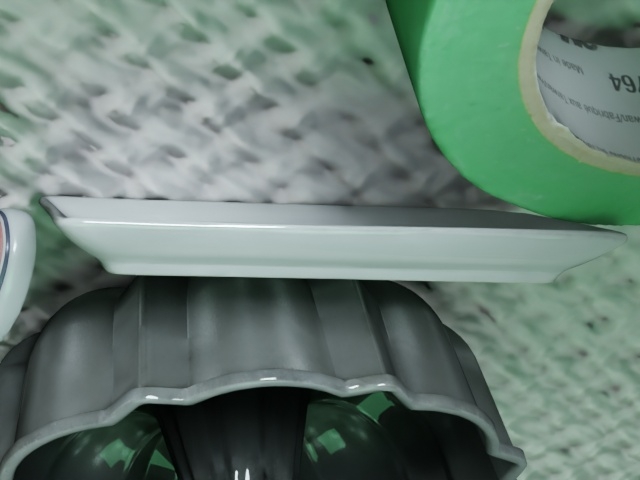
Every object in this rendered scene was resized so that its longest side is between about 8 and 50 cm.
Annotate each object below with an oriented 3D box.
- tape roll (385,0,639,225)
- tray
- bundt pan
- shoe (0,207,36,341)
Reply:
[{"bbox_3d":[0.187,-0.126,0.617,0.321,0.077,0.321,-11,148,-7],"label":"tape roll"},{"bbox_3d":[0.000,0.000,0.739,0.270,0.030,0.145,1,-176,-14],"label":"tray"},{"bbox_3d":[-0.050,0.119,0.884,0.331,0.124,0.331,-6,145,-4],"label":"bundt pan"},{"bbox_3d":[-0.221,0.035,0.784,0.081,0.063,0.178,13,143,-35],"label":"shoe"}]
